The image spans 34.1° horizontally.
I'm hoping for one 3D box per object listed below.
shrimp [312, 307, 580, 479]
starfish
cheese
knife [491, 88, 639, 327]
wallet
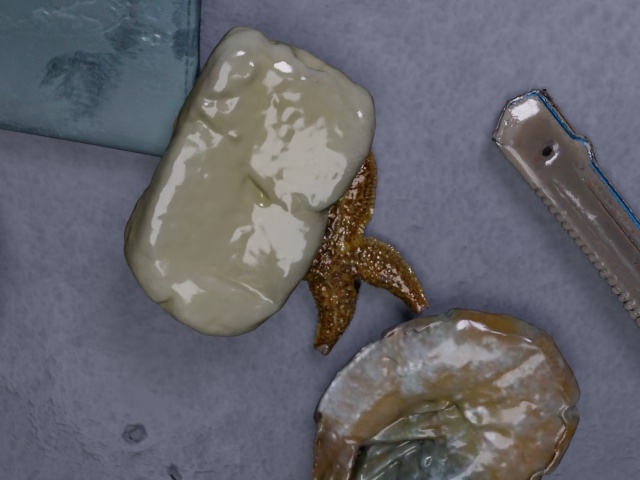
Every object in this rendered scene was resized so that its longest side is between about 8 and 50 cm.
[{"bbox_3d":[0.062,0.233,1.050,0.221,0.110,0.445,41,112,-10],"label":"shrimp"},{"bbox_3d":[0.000,0.000,0.980,0.227,0.043,0.240,12,112,0],"label":"starfish"},{"bbox_3d":[-0.066,-0.043,0.903,0.159,0.093,0.262,25,104,-13],"label":"cheese"},{"bbox_3d":[0.282,0.010,0.946,0.089,0.043,0.365,-45,102,-10],"label":"knife"},{"bbox_3d":[-0.217,-0.206,0.881,0.251,0.054,0.290,12,127,3],"label":"wallet"}]
